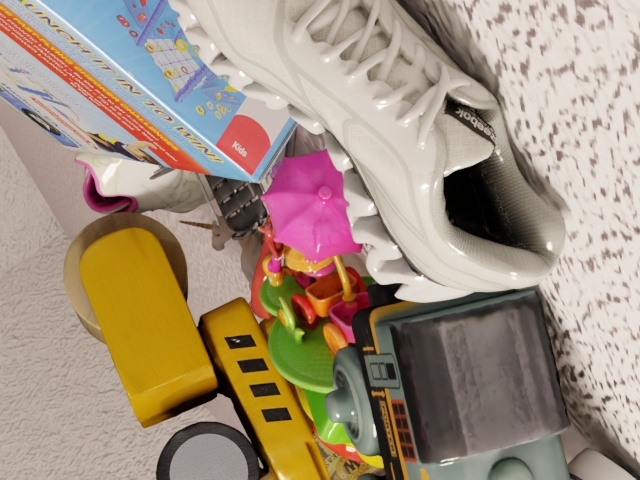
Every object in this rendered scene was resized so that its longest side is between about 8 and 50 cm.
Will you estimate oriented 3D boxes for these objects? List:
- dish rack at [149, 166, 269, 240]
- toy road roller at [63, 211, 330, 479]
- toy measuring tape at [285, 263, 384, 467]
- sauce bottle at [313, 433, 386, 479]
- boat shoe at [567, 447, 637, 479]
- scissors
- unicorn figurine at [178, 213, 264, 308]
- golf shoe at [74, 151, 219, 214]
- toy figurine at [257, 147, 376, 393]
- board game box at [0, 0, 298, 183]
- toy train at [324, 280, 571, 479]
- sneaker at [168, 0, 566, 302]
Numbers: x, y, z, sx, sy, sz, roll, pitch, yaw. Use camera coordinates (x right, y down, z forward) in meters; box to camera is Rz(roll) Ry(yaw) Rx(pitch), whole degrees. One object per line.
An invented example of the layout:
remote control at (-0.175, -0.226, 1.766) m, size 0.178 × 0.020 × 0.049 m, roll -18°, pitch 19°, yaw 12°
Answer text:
dish rack at (-0.129, -0.121, 1.310) m, size 0.272 × 0.074 × 0.208 m, roll 65°, pitch 168°, yaw 0°
toy road roller at (-0.081, 0.110, 1.509) m, size 0.330 × 0.240 × 0.202 m, roll 64°, pitch 171°, yaw 7°
toy measuring tape at (0.033, 0.093, 1.342) m, size 0.121 × 0.121 × 0.330 m, roll 60°, pitch -176°, yaw -29°
sauce bottle at (0.043, 0.268, 1.752) m, size 0.344 × 0.111 × 0.111 m, roll 40°, pitch 162°, yaw 44°
boat shoe at (0.227, 0.263, 1.028) m, size 0.267 × 0.088 × 0.096 m, roll 56°, pitch 169°, yaw -6°
scissors at (-0.030, -0.023, 1.235) m, size 0.021 × 0.109 × 0.297 m, roll 22°, pitch 161°, yaw 6°
unicorn figurine at (-0.062, 0.036, 1.640) m, size 0.162 × 0.060 × 0.111 m, roll 29°, pitch 144°, yaw 32°
golf shoe at (-0.176, -0.075, 1.552) m, size 0.115 × 0.140 × 0.306 m, roll 51°, pitch 170°, yaw 9°
toy figurine at (0.000, 0.000, 1.156) m, size 0.173 × 0.130 × 0.159 m, roll 42°, pitch 152°, yaw 49°
board game box at (-0.196, -0.168, 1.011) m, size 0.308 × 0.086 × 0.302 m, roll 39°, pitch 165°, yaw -31°
toy train at (0.098, 0.177, 1.011) m, size 0.190 × 0.142 × 0.334 m, roll 158°, pitch 101°, yaw -76°
sneaker at (0.028, -0.084, 0.820) m, size 0.292 × 0.110 × 0.118 m, roll 50°, pitch 163°, yaw -23°
